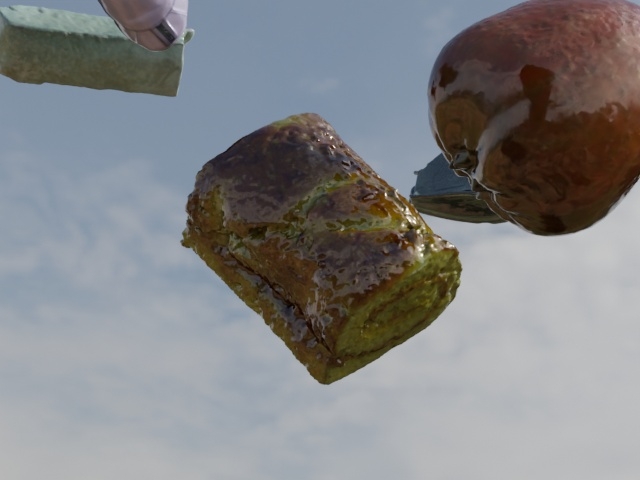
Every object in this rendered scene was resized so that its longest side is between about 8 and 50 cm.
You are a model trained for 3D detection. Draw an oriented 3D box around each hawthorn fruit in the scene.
[{"bbox_3d":[0.215,-0.127,1.324,0.251,0.199,0.199,-39,-19,-8],"label":"hawthorn fruit"}]

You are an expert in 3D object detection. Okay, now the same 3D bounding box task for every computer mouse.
[{"bbox_3d":[0.195,-0.065,1.783,0.231,0.126,0.071,-4,-50,44],"label":"computer mouse"}]

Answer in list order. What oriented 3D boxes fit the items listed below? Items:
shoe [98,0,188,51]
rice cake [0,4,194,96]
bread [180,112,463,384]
[{"bbox_3d":[-0.163,-0.244,1.383,0.095,0.138,0.245,-28,15,6],"label":"shoe"},{"bbox_3d":[-0.226,-0.187,1.562,0.206,0.063,0.069,7,-63,-20],"label":"rice cake"},{"bbox_3d":[0.000,0.000,1.080,0.132,0.172,0.103,-31,-34,-22],"label":"bread"}]
